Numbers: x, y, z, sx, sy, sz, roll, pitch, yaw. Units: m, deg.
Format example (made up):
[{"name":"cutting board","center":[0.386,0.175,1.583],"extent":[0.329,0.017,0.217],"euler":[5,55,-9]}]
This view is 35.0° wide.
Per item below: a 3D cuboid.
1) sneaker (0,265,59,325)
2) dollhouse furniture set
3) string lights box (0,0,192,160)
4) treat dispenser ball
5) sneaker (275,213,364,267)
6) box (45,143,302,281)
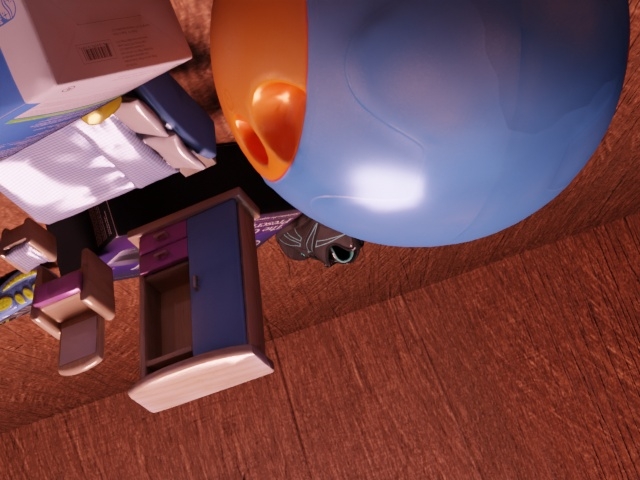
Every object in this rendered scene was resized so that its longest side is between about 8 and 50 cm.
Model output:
[{"name":"sneaker","center":[-0.448,0.094,1.439],"extent":[0.188,0.067,0.078],"euler":[-25,160,12]},{"name":"dollhouse furniture set","center":[-0.221,0.008,0.933],"extent":[0.286,0.198,0.303],"euler":[-21,141,17]},{"name":"string lights box","center":[-0.235,-0.109,0.735],"extent":[0.259,0.077,0.133],"euler":[-19,-175,36]},{"name":"treat dispenser ball","center":[0.067,-0.138,0.707],"extent":[0.288,0.288,0.288],"euler":[-18,167,-4]},{"name":"sneaker","center":[0.000,0.000,1.624],"extent":[0.101,0.106,0.267],"euler":[-16,168,-20]},{"name":"box","center":[-0.175,-0.032,1.239],"extent":[0.261,0.103,0.184],"euler":[-10,167,-36]}]
